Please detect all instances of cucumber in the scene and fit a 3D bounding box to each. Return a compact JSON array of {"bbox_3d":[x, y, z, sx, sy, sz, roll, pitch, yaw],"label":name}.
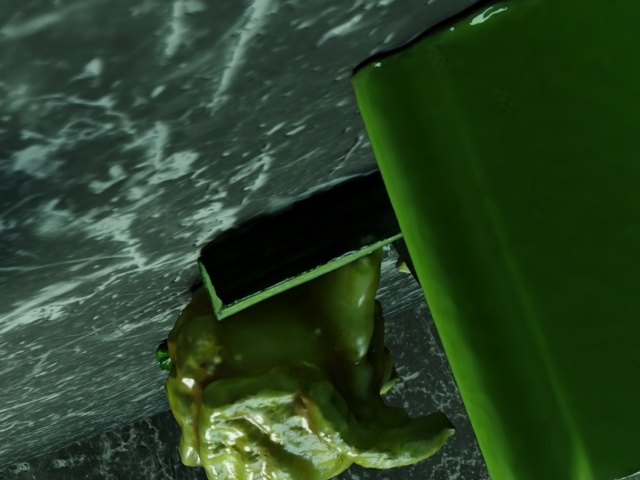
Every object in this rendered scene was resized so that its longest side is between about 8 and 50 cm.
[{"bbox_3d":[0.000,0.000,0.748,0.243,0.063,0.115,-22,175,-4],"label":"cucumber"}]

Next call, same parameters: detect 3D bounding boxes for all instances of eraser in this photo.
[{"bbox_3d":[0.154,-0.008,0.473,0.209,0.274,0.092,-22,179,7],"label":"eraser"}]

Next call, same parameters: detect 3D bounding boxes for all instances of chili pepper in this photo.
[{"bbox_3d":[-0.193,0.179,1.291,0.108,0.062,0.216,-32,167,16],"label":"chili pepper"}]

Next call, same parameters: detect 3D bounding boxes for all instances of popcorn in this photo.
[{"bbox_3d":[-0.020,0.168,0.893,0.290,0.325,0.321,-49,164,-24],"label":"popcorn"}]

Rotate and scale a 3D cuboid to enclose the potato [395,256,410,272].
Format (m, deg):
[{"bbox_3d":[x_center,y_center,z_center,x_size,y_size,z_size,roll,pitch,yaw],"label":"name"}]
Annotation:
[{"bbox_3d":[0.175,0.011,1.250,0.120,0.081,0.149,9,-176,-6],"label":"potato"}]

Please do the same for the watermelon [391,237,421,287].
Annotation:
[{"bbox_3d":[0.170,0.016,0.967,0.128,0.146,0.231,-27,167,23],"label":"watermelon"}]

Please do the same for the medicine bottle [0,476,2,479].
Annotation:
[{"bbox_3d":[-0.323,0.215,0.517,0.244,0.290,0.245,-22,171,-4],"label":"medicine bottle"}]
